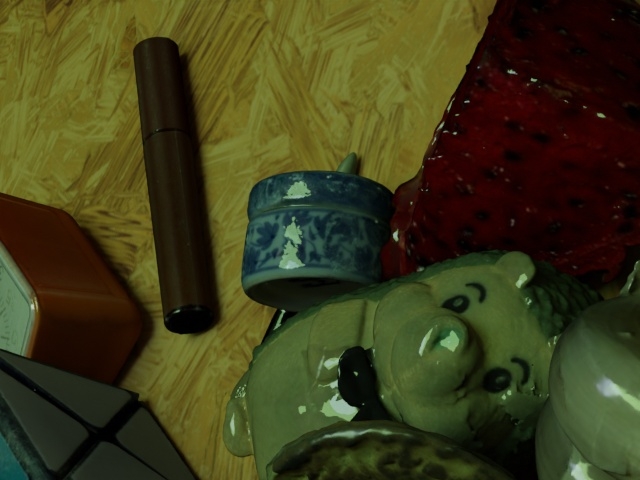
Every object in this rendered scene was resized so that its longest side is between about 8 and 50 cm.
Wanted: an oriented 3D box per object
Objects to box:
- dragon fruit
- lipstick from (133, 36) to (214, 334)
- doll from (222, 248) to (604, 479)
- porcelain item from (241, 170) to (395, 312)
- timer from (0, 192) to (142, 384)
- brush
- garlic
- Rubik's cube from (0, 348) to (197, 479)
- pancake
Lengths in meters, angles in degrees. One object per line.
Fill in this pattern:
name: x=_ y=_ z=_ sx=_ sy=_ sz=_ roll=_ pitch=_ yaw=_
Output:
dragon fruit: x=0.208 y=-0.074 z=1.752 sx=0.286 sy=0.228 sz=0.329 roll=-71 pitch=4 yaw=-52
lipstick: x=-0.161 y=-0.063 z=2.120 sx=0.057 sy=0.057 sz=0.356 roll=-29 pitch=55 yaw=32
doll: x=0.085 y=0.135 z=1.673 sx=0.350 sy=0.247 sz=0.247 roll=-29 pitch=54 yaw=25
porcelain item: x=0.000 y=0.000 z=1.870 sx=0.147 sy=0.147 sz=0.114 roll=-11 pitch=69 yaw=41
timer: x=-0.342 y=0.108 z=2.153 sx=0.257 sy=0.161 sz=0.250 roll=49 pitch=116 yaw=43
brush: x=-0.022 y=0.049 z=1.954 sx=0.039 sy=0.042 sz=0.299 roll=22 pitch=86 yaw=19
garlic: x=0.280 y=0.134 z=1.462 sx=0.238 sy=0.210 sz=0.292 roll=-6 pitch=43 yaw=1
Rubik's cube: x=-0.284 y=0.285 z=1.942 sx=0.260 sy=0.255 sz=0.259 roll=-55 pitch=45 yaw=10
pancake: x=0.072 y=0.259 z=1.612 sx=0.286 sy=0.288 sz=0.033 roll=-44 pitch=17 yaw=42
